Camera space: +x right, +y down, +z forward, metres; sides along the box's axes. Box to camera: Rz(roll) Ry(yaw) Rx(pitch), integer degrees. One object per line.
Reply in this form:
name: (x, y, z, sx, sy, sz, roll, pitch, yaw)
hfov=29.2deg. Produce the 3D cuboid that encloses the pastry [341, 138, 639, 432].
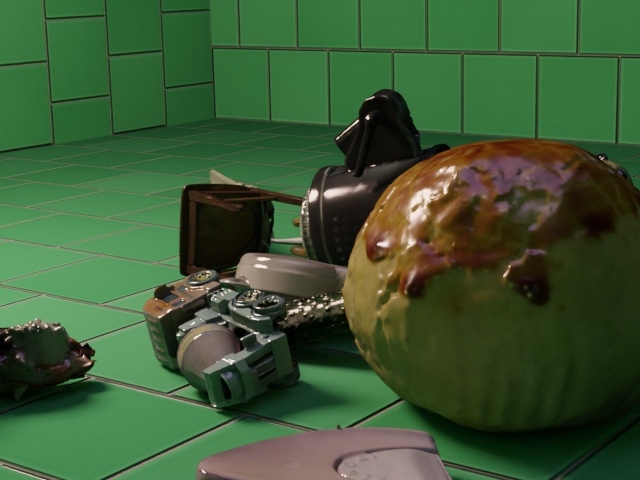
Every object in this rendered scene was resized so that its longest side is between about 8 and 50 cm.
pastry: (0.216, 0.039, 1.398, 0.389, 0.312, 0.388, 3, 12, -1)

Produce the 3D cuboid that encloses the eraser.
eraser: (0.007, 0.228, 1.131, 0.243, 0.059, 0.204, 1, 12, -6)

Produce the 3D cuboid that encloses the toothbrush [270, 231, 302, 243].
toothbrush: (0.000, 0.000, 2.261, 0.288, 0.024, 0.021, 5, 12, 28)

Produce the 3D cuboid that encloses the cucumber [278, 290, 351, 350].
cucumber: (0.002, 0.101, 1.599, 0.227, 0.069, 0.069, -17, 5, 26)

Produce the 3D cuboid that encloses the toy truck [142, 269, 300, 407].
toy truck: (-0.131, 0.126, 1.524, 0.140, 0.108, 0.257, -25, 26, -30)

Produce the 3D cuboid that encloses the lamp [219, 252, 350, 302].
lamp: (-0.010, 0.075, 1.722, 0.246, 0.108, 0.179, 3, 0, 9)

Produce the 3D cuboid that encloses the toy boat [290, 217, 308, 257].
toy boat: (0.101, -0.009, 2.138, 0.310, 0.089, 0.115, -4, 13, -14)

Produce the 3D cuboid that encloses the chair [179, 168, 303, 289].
chair: (-0.167, -0.026, 2.097, 0.186, 0.160, 0.319, -9, 17, -38)

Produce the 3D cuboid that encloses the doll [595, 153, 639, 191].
doll: (0.344, -0.051, 1.787, 0.234, 0.135, 0.143, -2, 17, 25)

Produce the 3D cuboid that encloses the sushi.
sushi: (-0.385, 0.143, 1.485, 0.226, 0.103, 0.097, -6, 29, -10)

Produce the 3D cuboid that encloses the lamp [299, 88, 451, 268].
lamp: (0.110, -0.022, 1.905, 0.272, 0.374, 0.205, -31, 5, 28)
